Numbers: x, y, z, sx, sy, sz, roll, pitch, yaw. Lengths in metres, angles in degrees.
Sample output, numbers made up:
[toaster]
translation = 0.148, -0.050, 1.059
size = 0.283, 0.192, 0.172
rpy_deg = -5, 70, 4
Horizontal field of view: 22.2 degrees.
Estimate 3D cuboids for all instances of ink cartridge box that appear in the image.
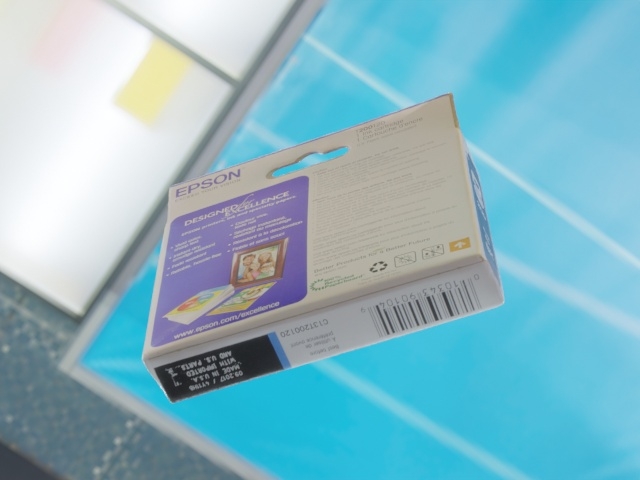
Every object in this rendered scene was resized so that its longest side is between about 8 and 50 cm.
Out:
[ink cartridge box]
translation = 0.000, 0.000, 1.004
size = 0.208, 0.206, 0.045
rpy_deg = -91, -20, -59
